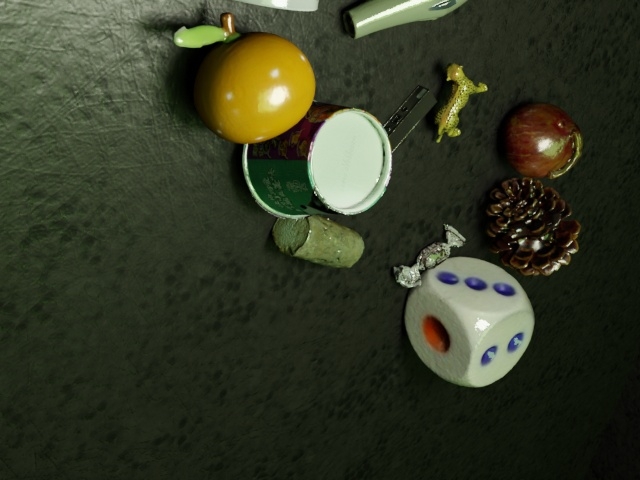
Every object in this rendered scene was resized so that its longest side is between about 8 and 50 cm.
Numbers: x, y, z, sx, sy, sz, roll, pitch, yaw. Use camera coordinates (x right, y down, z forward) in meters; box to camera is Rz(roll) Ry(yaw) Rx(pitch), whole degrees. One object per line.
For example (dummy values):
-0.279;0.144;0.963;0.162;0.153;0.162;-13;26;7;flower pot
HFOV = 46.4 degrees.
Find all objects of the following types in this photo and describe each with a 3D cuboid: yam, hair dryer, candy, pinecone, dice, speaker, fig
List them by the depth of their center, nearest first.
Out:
0.159;-0.506;1.417;0.296;0.119;0.298;-39;146;4;hair dryer
0.000;0.000;1.621;0.194;0.107;0.107;18;103;-46;yam
0.177;-0.257;1.655;0.191;0.040;0.046;-49;136;-4;speaker
0.560;-0.249;1.873;0.205;0.205;0.205;-21;128;-29;fig
0.281;0.042;1.925;0.226;0.051;0.094;-35;115;-17;candy
0.549;-0.043;1.971;0.246;0.246;0.292;-48;134;-6;pinecone
0.393;0.212;1.986;0.251;0.259;0.243;-17;129;-33;dice

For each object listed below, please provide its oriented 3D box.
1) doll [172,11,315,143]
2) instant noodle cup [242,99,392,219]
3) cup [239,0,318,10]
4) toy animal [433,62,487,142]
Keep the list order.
-0.124;-0.287;1.276;0.213;0.213;0.236;-34;120;-19;doll
0.005;-0.152;1.418;0.251;0.190;0.251;-7;101;-35;instant noodle cup
-0.076;-0.533;1.138;0.212;0.212;0.317;-6;119;-38;cup
0.292;-0.301;1.680;0.136;0.073;0.181;-7;129;-62;toy animal
